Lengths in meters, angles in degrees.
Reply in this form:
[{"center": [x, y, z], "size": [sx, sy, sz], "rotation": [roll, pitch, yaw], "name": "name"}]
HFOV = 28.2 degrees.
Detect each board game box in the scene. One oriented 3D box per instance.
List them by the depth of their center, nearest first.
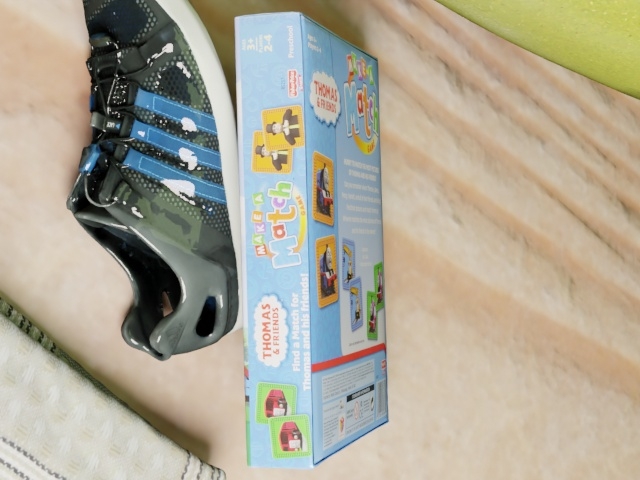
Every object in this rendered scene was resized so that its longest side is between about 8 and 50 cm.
[{"center": [0.000, 0.000, 0.665], "size": [0.160, 0.039, 0.212], "rotation": [1, 88, -74], "name": "board game box"}]

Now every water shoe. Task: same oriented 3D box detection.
[{"center": [-0.085, -0.039, 0.621], "size": [0.080, 0.073, 0.203], "rotation": [-28, 106, -36], "name": "water shoe"}]

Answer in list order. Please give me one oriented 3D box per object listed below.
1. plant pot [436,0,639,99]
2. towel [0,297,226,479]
[{"center": [0.102, -0.237, 0.688], "size": [0.293, 0.274, 0.275], "rotation": [9, 82, -26], "name": "plant pot"}, {"center": [-0.206, 0.149, 0.522], "size": [0.324, 0.056, 0.312], "rotation": [44, 62, -30], "name": "towel"}]
